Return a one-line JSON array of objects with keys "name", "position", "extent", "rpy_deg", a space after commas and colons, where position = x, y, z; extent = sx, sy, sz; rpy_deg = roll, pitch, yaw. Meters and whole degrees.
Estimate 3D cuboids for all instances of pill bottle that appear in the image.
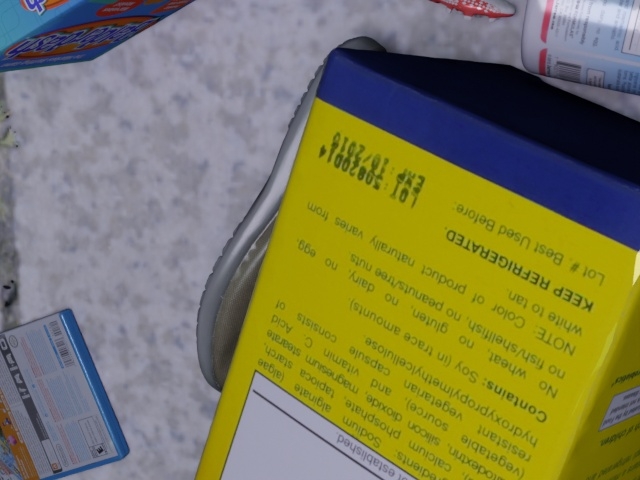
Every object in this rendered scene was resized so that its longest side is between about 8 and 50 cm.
[{"name": "pill bottle", "position": [0.198, -0.120, 0.637], "extent": [0.160, 0.087, 0.087], "rpy_deg": [15, 106, 15]}]

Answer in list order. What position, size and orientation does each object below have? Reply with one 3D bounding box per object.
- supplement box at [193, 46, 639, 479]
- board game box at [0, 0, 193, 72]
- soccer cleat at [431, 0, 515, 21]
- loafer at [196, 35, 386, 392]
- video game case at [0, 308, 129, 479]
[{"name": "supplement box", "position": [0.077, 0.096, 0.645], "extent": [0.194, 0.195, 0.357], "rpy_deg": [30, 111, 31]}, {"name": "board game box", "position": [-0.107, -0.168, 0.693], "extent": [0.210, 0.160, 0.047], "rpy_deg": [-24, 94, 23]}, {"name": "soccer cleat", "position": [0.081, -0.157, 0.701], "extent": [0.083, 0.029, 0.036], "rpy_deg": [23, 113, 18]}, {"name": "loafer", "position": [0.000, 0.000, 0.728], "extent": [0.087, 0.094, 0.251], "rpy_deg": [30, 110, 15]}, {"name": "video game case", "position": [-0.237, 0.131, 0.883], "extent": [0.166, 0.015, 0.119], "rpy_deg": [-20, 96, 22]}]
